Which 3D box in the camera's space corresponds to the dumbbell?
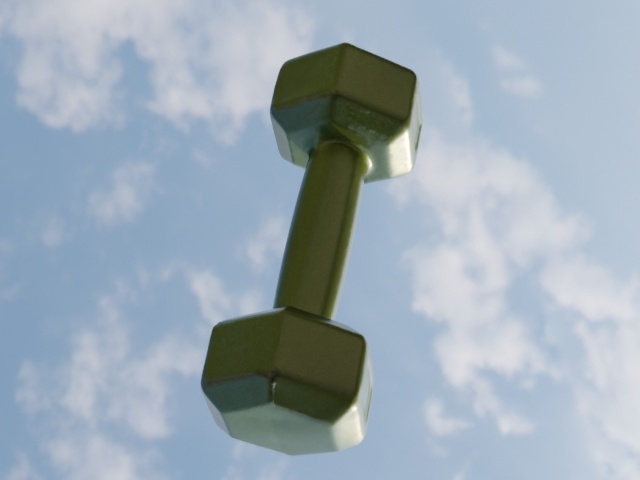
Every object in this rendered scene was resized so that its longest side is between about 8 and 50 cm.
[{"bbox_3d":[0.000,0.000,0.932,0.108,0.121,0.302,6,-120,11],"label":"dumbbell"}]
